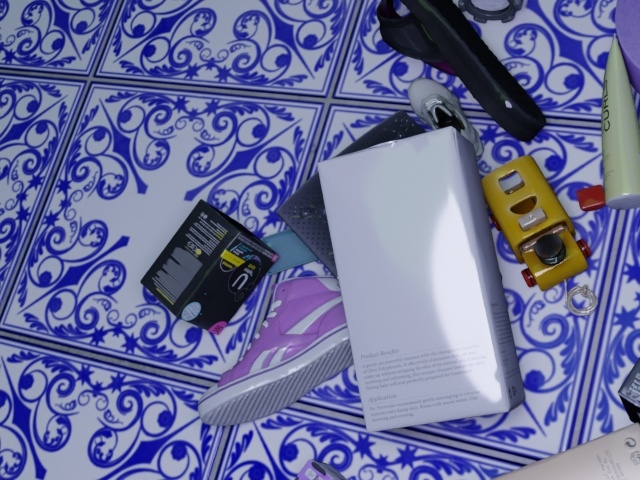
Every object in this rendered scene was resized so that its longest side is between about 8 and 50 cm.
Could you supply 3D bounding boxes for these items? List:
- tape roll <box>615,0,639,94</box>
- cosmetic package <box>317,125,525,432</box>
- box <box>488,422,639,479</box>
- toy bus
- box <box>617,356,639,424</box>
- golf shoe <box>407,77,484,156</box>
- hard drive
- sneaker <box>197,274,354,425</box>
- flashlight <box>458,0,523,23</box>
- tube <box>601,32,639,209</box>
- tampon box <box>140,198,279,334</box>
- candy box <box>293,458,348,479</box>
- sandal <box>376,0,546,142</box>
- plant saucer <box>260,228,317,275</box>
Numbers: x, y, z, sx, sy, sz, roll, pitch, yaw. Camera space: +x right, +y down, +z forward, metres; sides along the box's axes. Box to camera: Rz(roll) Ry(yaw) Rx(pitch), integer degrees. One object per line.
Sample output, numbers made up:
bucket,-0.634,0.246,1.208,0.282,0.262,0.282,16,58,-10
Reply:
tape roll,0.560,-0.308,1.353,0.274,0.090,0.275,-9,66,20
cosmetic package,0.136,0.055,1.280,0.197,0.155,0.366,-11,82,19
box,0.271,0.346,1.170,0.311,0.148,0.121,-24,61,10
toy bus,0.298,-0.018,1.331,0.202,0.104,0.191,14,75,27
box,0.447,0.161,1.167,0.093,0.156,0.158,31,83,30
golf shoe,0.185,-0.198,1.464,0.069,0.086,0.176,-38,59,6
hard drive,0.079,-0.065,1.450,0.254,0.054,0.172,-40,63,-7
sneaker,-0.069,0.154,1.421,0.282,0.102,0.161,-28,57,-3
flashlight,0.291,-0.501,1.537,0.103,0.103,0.304,2,71,26
tube,0.422,-0.164,1.359,0.070,0.062,0.240,-26,59,54
tampon box,-0.169,0.044,1.477,0.101,0.120,0.161,38,93,34
candy box,0.019,0.419,1.280,0.196,0.070,0.165,35,88,30
sandal,0.171,-0.304,1.478,0.107,0.167,0.446,-46,58,24
plant saucer,0.000,0.000,1.496,0.192,0.018,0.067,-18,63,14
